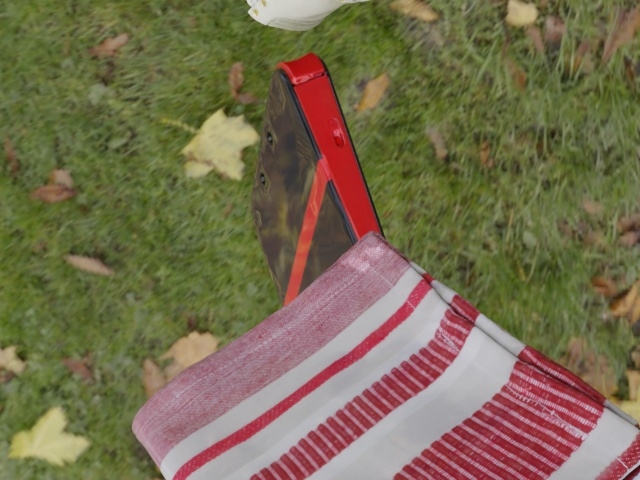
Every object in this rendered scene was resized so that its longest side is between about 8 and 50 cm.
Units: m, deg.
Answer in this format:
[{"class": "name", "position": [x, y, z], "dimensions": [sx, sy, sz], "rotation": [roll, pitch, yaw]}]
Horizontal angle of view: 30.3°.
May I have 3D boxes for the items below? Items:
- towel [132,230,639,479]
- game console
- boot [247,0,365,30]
[{"class": "towel", "position": [0.024, 0.125, 0.755], "dimensions": [0.237, 0.329, 0.037], "rotation": [-38, 123, -9]}, {"class": "game console", "position": [0.000, 0.000, 1.442], "dimensions": [0.060, 0.386, 0.342], "rotation": [-14, 63, -16]}, {"class": "boot", "position": [-0.048, -0.312, 1.347], "dimensions": [0.213, 0.077, 0.165], "rotation": [21, 159, -31]}]
